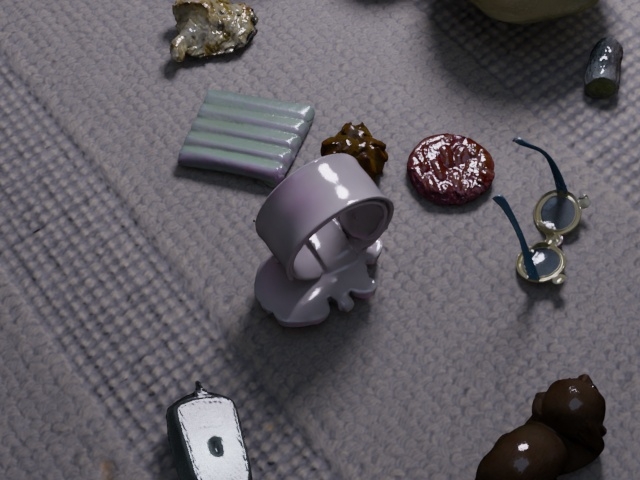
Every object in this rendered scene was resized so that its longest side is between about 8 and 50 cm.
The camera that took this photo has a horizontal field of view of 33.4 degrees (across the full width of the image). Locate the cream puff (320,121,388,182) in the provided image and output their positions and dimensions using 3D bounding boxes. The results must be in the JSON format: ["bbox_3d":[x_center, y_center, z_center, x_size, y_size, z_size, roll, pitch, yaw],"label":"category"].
[{"bbox_3d":[0.056,-0.150,1.844,0.122,0.094,0.116,-14,58,-2],"label":"cream puff"}]

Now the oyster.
[{"bbox_3d":[-0.209,-0.402,2.006,0.163,0.081,0.191,25,67,10],"label":"oyster"}]

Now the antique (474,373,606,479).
[{"bbox_3d":[0.324,0.299,1.553,0.257,0.143,0.121,-37,64,-21],"label":"antique"}]

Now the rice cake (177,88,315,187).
[{"bbox_3d":[-0.133,-0.186,1.901,0.198,0.037,0.189,17,61,11],"label":"rice cake"}]

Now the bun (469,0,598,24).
[{"bbox_3d":[0.353,-0.528,1.983,0.364,0.202,0.364,18,44,-19],"label":"bun"}]

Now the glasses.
[{"bbox_3d":[0.334,-0.055,1.737,0.088,0.220,0.189,-5,52,45],"label":"glasses"}]

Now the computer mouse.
[{"bbox_3d":[-0.166,0.316,1.595,0.113,0.068,0.229,-2,47,-21],"label":"computer mouse"}]

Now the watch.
[{"bbox_3d":[0.000,0.000,1.680,0.244,0.231,0.196,-30,66,-18],"label":"watch"}]

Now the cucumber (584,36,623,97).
[{"bbox_3d":[0.519,-0.318,1.952,0.064,0.064,0.112,13,59,8],"label":"cucumber"}]

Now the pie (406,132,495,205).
[{"bbox_3d":[0.227,-0.127,1.860,0.155,0.036,0.154,0,60,0],"label":"pie"}]
